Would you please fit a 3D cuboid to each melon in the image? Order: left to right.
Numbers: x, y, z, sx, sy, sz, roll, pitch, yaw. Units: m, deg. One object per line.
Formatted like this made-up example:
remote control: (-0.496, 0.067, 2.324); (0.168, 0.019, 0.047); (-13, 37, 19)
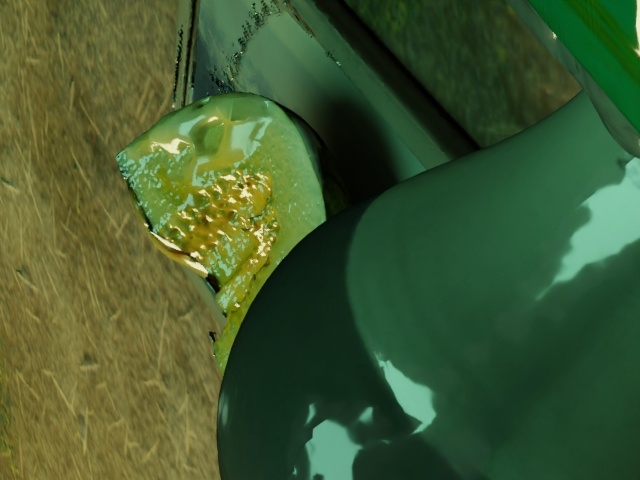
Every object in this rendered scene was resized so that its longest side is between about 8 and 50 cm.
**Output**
melon: (-0.019, 0.001, 0.844); (0.128, 0.079, 0.160); (-49, 54, 35)

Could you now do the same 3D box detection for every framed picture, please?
framed picture: (0.000, 0.000, 0.907); (0.335, 0.022, 0.247); (53, 145, 42)

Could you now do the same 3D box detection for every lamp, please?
lamp: (0.097, 0.039, 0.590); (0.314, 0.182, 0.182); (-34, 70, 41)

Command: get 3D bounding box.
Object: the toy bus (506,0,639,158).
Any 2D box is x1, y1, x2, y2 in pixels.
toy bus: (0.093, -0.154, 0.402); (0.343, 0.183, 0.199); (56, 170, 38)
